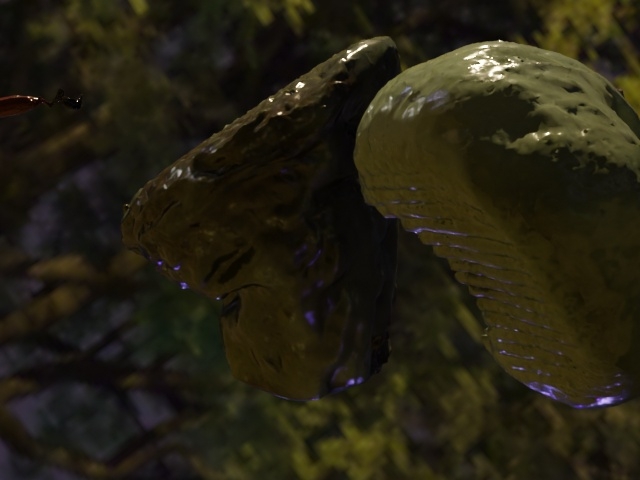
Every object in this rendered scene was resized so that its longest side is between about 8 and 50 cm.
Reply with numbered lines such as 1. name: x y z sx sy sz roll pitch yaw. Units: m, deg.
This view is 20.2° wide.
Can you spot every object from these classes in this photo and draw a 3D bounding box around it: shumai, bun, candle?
1. shumai: 0.000 0.000 1.569 0.304 0.309 0.263 -30 -84 23
2. bun: 0.120 -0.018 0.958 0.204 0.126 0.212 32 -23 49
3. candle: -0.291 -0.115 1.575 0.021 0.167 0.026 -99 179 -74

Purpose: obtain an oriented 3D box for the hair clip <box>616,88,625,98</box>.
1. hair clip: 0.196 -0.057 1.435 0.146 0.056 0.187 -8 -69 44
